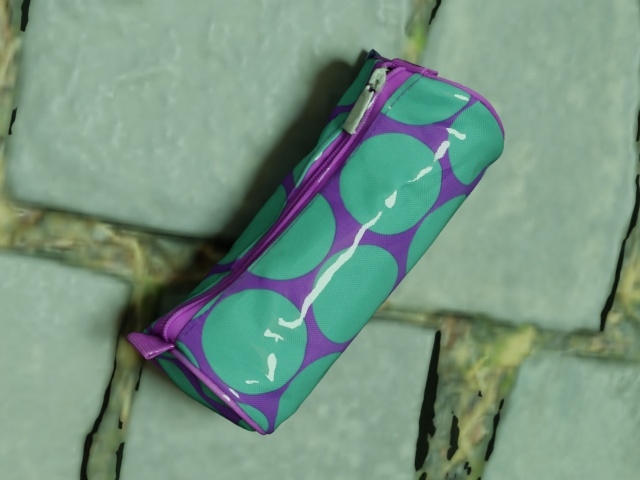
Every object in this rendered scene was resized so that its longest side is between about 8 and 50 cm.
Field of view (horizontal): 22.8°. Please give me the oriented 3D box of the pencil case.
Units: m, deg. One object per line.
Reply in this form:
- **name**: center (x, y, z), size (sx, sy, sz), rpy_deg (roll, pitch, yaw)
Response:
- **pencil case**: center (0.000, 0.000, 0.594), size (0.151, 0.064, 0.070), rpy_deg (-52, 133, -9)
